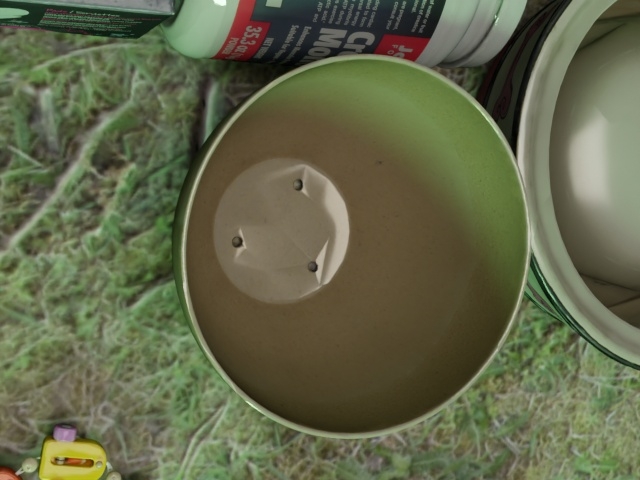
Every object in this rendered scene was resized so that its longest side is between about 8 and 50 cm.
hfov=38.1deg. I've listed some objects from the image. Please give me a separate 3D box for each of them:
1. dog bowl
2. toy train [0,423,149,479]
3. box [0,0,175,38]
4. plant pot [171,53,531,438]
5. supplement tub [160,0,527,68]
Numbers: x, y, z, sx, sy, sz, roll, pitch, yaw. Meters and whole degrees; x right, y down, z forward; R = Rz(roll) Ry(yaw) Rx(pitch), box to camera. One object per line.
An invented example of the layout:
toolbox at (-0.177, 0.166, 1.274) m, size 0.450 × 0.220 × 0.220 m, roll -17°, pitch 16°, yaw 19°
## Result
dog bowl at (0.323, -0.081, 0.917) m, size 0.408 × 0.150 × 0.408 m, roll -2°, pitch 95°, yaw -22°
toy train at (-0.216, 0.223, 0.775) m, size 0.166 × 0.046 × 0.125 m, roll 38°, pitch 81°, yaw -18°
box at (-0.236, -0.244, 0.670) m, size 0.247 × 0.142 × 0.163 m, roll 0°, pitch 95°, yaw -23°
plant pot at (0.000, 0.000, 0.765) m, size 0.284 × 0.191 × 0.284 m, roll -2°, pitch 95°, yaw -23°
supplement tub at (0.013, -0.234, 0.749) m, size 0.272 × 0.191 × 0.191 m, roll 1°, pitch 94°, yaw -22°
